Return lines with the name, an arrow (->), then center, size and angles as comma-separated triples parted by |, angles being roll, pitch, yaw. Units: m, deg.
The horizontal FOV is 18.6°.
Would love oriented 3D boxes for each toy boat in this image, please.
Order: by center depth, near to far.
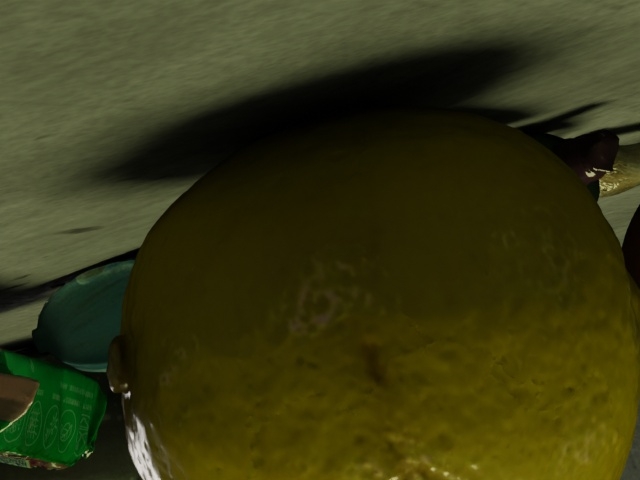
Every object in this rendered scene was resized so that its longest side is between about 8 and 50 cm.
toy boat -> -0.158, 0.062, 1.688 | 0.215, 0.088, 0.102 | -20, 175, 31

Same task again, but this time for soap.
soap -> -0.299, 0.136, 1.658 | 0.218, 0.098, 0.273 | 12, 174, 14

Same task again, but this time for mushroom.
mushroom -> 0.303, -0.083, 1.716 | 0.202, 0.054, 0.059 | -18, -179, -27

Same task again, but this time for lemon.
lemon -> 0.038, 0.074, 1.244 | 0.348, 0.348, 0.348 | -15, 173, -2

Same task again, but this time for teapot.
teapot -> -0.370, 0.200, 2.127 | 0.285, 0.305, 0.223 | -3, 132, -29

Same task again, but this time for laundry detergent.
laundry detergent -> 0.162, -0.040, 1.592 | 0.144, 0.078, 0.222 | 14, 153, -43

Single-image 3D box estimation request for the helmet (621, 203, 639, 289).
helmet -> 0.438, 0.008, 1.966 | 0.385, 0.230, 0.337 | -1, 166, -31
